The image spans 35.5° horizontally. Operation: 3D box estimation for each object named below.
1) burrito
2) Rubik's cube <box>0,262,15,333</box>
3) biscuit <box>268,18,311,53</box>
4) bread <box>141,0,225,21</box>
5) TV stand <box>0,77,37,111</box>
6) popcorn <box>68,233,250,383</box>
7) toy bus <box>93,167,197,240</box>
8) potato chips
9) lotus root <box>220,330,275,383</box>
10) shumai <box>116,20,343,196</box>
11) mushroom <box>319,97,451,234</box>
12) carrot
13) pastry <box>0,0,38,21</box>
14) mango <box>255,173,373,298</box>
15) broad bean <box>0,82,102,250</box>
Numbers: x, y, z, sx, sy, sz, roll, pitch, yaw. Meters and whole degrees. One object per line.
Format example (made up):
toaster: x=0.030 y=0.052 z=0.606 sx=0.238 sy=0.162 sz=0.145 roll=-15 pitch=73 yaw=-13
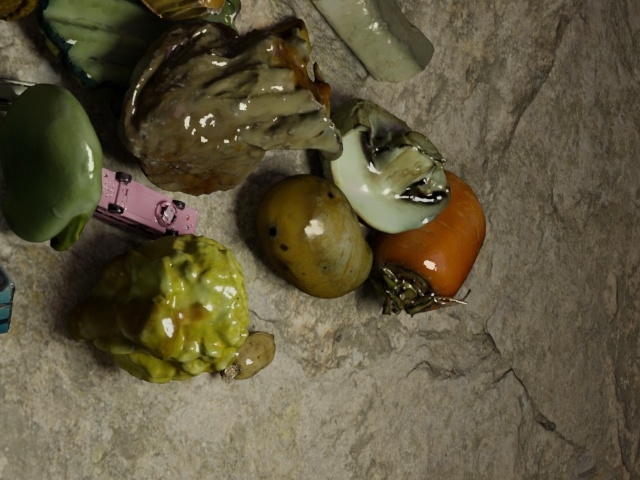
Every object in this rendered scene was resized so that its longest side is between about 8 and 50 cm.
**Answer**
burrito: x=0.109 y=-0.406 z=1.899 sx=0.299 sy=0.105 sz=0.143 roll=41 pitch=58 yaw=-42
Rubik's cube: x=-0.476 y=0.044 z=1.190 sx=0.228 sy=0.229 sz=0.233 roll=23 pitch=116 yaw=-12
biscuit: x=-0.068 y=-0.281 z=1.742 sx=0.174 sy=0.039 sz=0.184 roll=-30 pitch=115 yaw=-48
bread: x=-0.180 y=-0.447 z=1.453 sx=0.152 sy=0.119 sz=0.288 roll=46 pitch=45 yaw=-31
TV stand: x=-0.471 y=-0.192 z=1.257 sx=0.249 sy=0.036 sz=0.042 roll=-1 pitch=95 yaw=-51
popcorn: x=-0.230 y=0.101 z=1.433 sx=0.251 sy=0.237 sz=0.206 roll=-10 pitch=83 yaw=-20
toy bus: x=-0.274 y=-0.049 z=1.465 sx=0.203 sy=0.090 sz=0.063 roll=26 pitch=69 yaw=-47
potato chips: x=-0.272 y=-0.342 z=1.471 sx=0.429 sy=0.070 sz=0.359 roll=3 pitch=86 yaw=-53
lotus root: x=-0.122 y=0.195 z=1.689 sx=0.152 sy=0.063 sz=0.072 roll=-35 pitch=129 yaw=-48
shumai: x=-0.109 y=-0.172 z=1.429 sx=0.314 sy=0.262 sz=0.267 roll=-26 pitch=124 yaw=-54
mushroom: x=0.106 y=-0.144 z=1.858 sx=0.267 sy=0.190 sz=0.164 roll=23 pitch=29 yaw=-24
carrot: x=0.202 y=0.037 z=1.964 sx=0.214 sy=0.193 sz=0.331 roll=49 pitch=52 yaw=-12
pastry: x=-0.412 y=-0.354 z=1.215 sx=0.103 sy=0.188 sz=0.189 roll=-16 pitch=104 yaw=-46
mango: x=-0.007 y=0.004 z=1.751 sx=0.176 sy=0.175 sz=0.329 roll=-39 pitch=149 yaw=-6
broad bean: x=-0.352 y=-0.091 z=1.305 sx=0.100 sy=0.169 sz=0.228 roll=-35 pitch=128 yaw=-46
